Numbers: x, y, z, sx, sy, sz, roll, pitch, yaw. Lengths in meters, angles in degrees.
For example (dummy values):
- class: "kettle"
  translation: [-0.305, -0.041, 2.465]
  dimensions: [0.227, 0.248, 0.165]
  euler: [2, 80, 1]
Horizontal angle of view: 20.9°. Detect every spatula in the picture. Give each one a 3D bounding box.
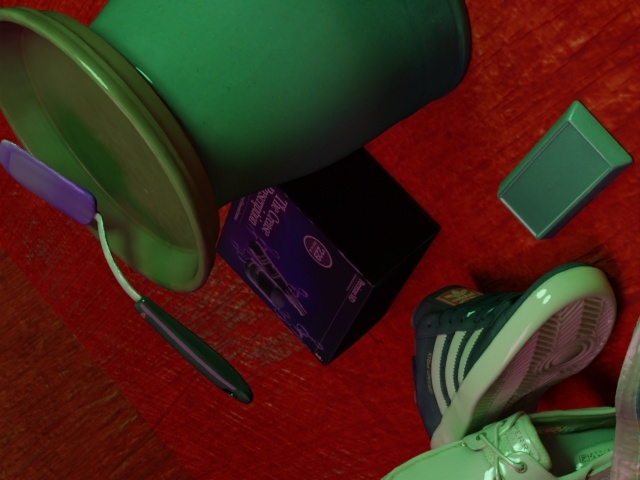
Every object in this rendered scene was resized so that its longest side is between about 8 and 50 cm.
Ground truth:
- class: "spatula"
  translation: [-0.161, 0.028, 1.446]
  dimensions: [0.296, 0.030, 0.084]
  euler: [48, 159, 4]

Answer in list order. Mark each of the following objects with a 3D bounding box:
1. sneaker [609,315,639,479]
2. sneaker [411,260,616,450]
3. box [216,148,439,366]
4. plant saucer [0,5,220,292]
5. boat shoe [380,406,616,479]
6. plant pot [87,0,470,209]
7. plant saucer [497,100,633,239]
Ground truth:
- class: "sneaker"
  translation: [0.313, 0.146, 1.447]
  dimensions: [0.121, 0.108, 0.302]
  euler: [13, 136, 19]
- class: "sneaker"
  translation: [0.156, 0.086, 1.613]
  dimensions: [0.148, 0.131, 0.350]
  euler: [66, 154, 23]
- class: "box"
  translation: [0.000, 0.000, 1.792]
  dimensions: [0.184, 0.103, 0.261]
  euler: [44, 157, 8]
- class: "plant saucer"
  translation: [-0.174, -0.077, 1.396]
  dimensions: [0.278, 0.041, 0.278]
  euler: [40, 155, 23]
- class: "boat shoe"
  translation: [0.179, 0.197, 1.574]
  dimensions: [0.096, 0.277, 0.098]
  euler: [97, 154, -50]
- class: "plant pot"
  translation: [-0.059, -0.160, 1.441]
  dimensions: [0.272, 0.255, 0.271]
  euler: [40, 155, 22]
- class: "plant saucer"
  translation: [0.197, -0.052, 1.443]
  dimensions: [0.067, 0.018, 0.192]
  euler: [48, 159, 6]
